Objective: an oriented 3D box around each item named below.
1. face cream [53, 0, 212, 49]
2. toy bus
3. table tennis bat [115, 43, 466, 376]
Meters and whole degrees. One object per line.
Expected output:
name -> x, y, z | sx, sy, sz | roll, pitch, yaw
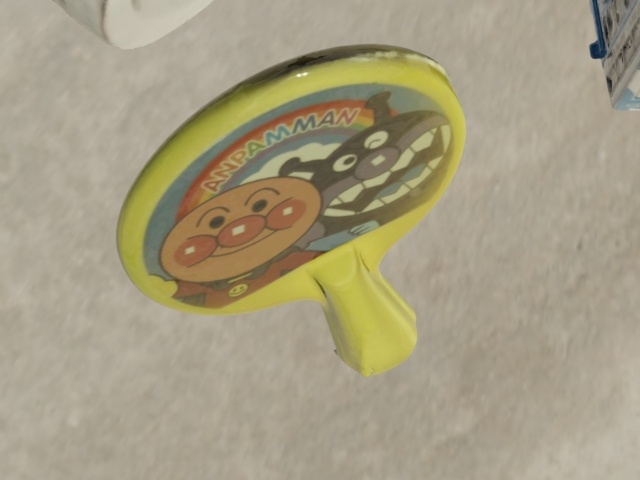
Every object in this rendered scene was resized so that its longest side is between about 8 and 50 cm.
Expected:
face cream -> -0.170, -0.244, 0.733 | 0.370, 0.145, 0.145 | 41, 116, 10
toy bus -> 0.290, -0.206, 1.500 | 0.106, 0.297, 0.131 | -6, 76, -3
table tennis bat -> 0.000, 0.000, 1.176 | 0.224, 0.054, 0.368 | -28, 151, -1
